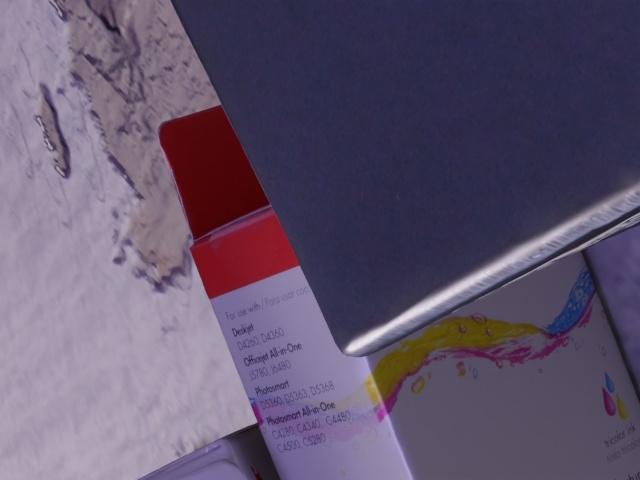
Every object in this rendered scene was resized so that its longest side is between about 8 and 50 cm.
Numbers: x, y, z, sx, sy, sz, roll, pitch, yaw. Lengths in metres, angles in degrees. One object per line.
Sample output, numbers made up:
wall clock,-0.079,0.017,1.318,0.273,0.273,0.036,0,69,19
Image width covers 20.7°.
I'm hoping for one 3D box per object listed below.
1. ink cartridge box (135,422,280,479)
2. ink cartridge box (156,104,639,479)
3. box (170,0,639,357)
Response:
ink cartridge box,-0.028,0.161,0.763,0.086,0.203,0.148,-26,84,7
ink cartridge box,0.041,0.038,0.695,0.078,0.134,0.231,-21,91,48
box,0.149,-0.138,0.401,0.296,0.294,0.182,-33,81,46
